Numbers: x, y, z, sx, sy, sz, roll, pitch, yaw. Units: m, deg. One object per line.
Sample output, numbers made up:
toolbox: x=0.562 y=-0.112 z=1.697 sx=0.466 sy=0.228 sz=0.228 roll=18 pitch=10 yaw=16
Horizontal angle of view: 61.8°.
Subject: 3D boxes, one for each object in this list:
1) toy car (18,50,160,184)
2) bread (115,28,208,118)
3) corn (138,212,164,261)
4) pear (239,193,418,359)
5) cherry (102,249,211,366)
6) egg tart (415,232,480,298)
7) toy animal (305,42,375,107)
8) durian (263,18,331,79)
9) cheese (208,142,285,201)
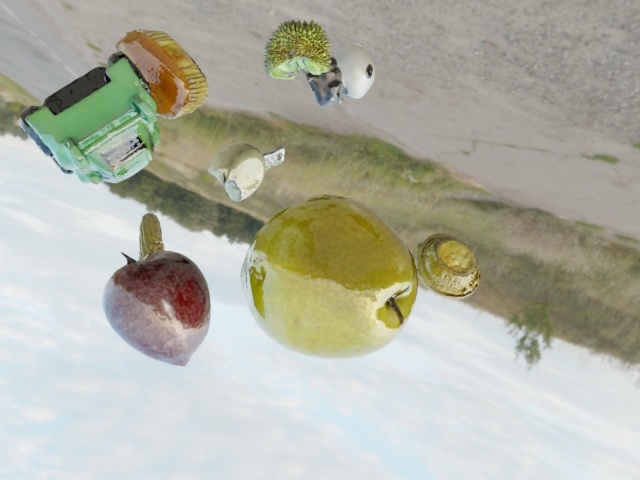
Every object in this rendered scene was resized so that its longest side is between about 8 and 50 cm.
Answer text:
toy car: x=-0.388 y=-0.193 z=0.971 sx=0.176 sy=0.213 sz=0.359 roll=51 pitch=165 yaw=1
bread: x=-0.338 y=-0.349 z=1.125 sx=0.190 sy=0.132 sz=0.114 roll=48 pitch=-151 yaw=-6
corn: x=-0.559 y=0.019 z=1.774 sx=0.086 sy=0.086 sz=0.288 roll=21 pitch=-147 yaw=-35
pear: x=0.012 y=0.079 z=1.168 sx=0.418 sy=0.362 sz=0.362 roll=11 pitch=173 yaw=45
cherry: x=-0.362 y=0.149 z=1.222 sx=0.203 sy=0.300 sz=0.230 roll=-20 pitch=-173 yaw=31
egg tart: x=0.333 y=0.058 z=1.368 sx=0.191 sy=0.191 sz=0.074 roll=21 pitch=148 yaw=-4
toy animal: x=0.083 y=-0.648 z=2.120 sx=0.267 sy=0.212 sz=0.212 roll=-18 pitch=177 yaw=4
durian: x=-0.072 y=-0.603 z=1.700 sx=0.200 sy=0.176 sz=0.237 roll=17 pitch=166 yaw=-39
cheese: x=-0.187 y=-0.213 z=1.434 sx=0.071 sy=0.249 sz=0.163 roll=28 pitch=149 yaw=28
